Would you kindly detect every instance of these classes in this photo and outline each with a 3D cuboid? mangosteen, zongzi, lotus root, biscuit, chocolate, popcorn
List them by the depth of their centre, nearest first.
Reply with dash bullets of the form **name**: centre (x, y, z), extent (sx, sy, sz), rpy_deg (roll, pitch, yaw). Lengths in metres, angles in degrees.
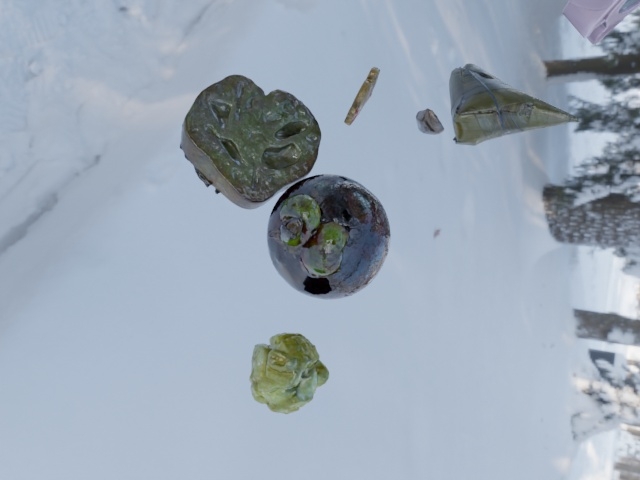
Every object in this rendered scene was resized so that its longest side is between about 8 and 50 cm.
- **chocolate**: centre (0.233, -0.257, 1.345), extent (0.031, 0.100, 0.064), rpy_deg (-38, 103, -2)
- **popcorn**: centre (-0.076, 0.312, 1.449), extent (0.185, 0.167, 0.188), rpy_deg (-29, 118, -43)
- **mangosteen**: centre (0.000, 0.000, 1.450), extent (0.359, 0.306, 0.306), rpy_deg (-28, 119, -55)
- **zongzi**: centre (0.467, -0.354, 1.512), extent (0.260, 0.289, 0.123), rpy_deg (-81, 158, -44)
- **lotus root**: centre (-0.190, -0.268, 1.694), extent (0.390, 0.111, 0.375), rpy_deg (6, 73, -22)
- **biscuit**: centre (0.127, -0.423, 1.796), extent (0.166, 0.036, 0.225), rpy_deg (-61, -179, 35)

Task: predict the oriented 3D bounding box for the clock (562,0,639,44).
- **clock**: centre (0.614, -0.505, 1.195), extent (0.275, 0.290, 0.080), rpy_deg (-29, 80, -22)
